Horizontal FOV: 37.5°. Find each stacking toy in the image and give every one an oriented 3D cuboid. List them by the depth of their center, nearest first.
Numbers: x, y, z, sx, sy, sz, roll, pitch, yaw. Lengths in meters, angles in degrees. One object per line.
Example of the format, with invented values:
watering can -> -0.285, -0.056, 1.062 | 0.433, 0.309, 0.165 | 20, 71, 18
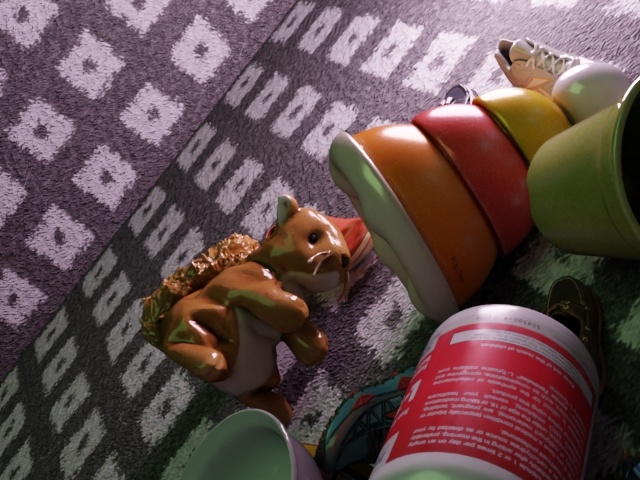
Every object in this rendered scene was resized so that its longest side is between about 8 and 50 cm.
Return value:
stacking toy -> 0.287, -0.122, 1.506 | 0.480, 0.350, 0.350 | -31, 28, -1

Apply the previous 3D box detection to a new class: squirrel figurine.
squirrel figurine -> -0.136, 0.088, 1.760 | 0.397, 0.281, 0.370 | 22, 76, 46

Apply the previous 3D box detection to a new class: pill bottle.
pill bottle -> 0.178, 0.272, 1.065 | 0.229, 0.229, 0.407 | -31, 15, 35

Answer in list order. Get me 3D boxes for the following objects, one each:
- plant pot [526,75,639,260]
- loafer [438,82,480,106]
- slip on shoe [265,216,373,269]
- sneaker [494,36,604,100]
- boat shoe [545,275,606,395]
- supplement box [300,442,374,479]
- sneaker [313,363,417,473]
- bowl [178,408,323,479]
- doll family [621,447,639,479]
plant pot -> 0.415, -0.079, 1.239 | 0.276, 0.276, 0.254 | -60, 17, -15
loafer -> 0.245, -0.204, 1.791 | 0.109, 0.095, 0.302 | -27, 36, 39
slip on shoe -> 0.000, 0.000, 1.924 | 0.331, 0.101, 0.123 | -6, 50, 53
sneaker -> 0.392, -0.299, 1.649 | 0.099, 0.121, 0.262 | -56, 27, -5
boat shoe -> 0.341, 0.119, 1.285 | 0.073, 0.073, 0.207 | -37, 30, 29
supplement box -> -0.015, 0.419, 1.413 | 0.191, 0.129, 0.194 | -10, 49, 53
sneaker -> 0.105, 0.264, 1.327 | 0.125, 0.262, 0.104 | 37, 130, 29
bowl -> -0.082, 0.385, 1.256 | 0.298, 0.134, 0.297 | -36, 40, 37
doll family -> 0.391, 0.289, 1.011 | 0.111, 0.076, 0.193 | -51, 22, 12
